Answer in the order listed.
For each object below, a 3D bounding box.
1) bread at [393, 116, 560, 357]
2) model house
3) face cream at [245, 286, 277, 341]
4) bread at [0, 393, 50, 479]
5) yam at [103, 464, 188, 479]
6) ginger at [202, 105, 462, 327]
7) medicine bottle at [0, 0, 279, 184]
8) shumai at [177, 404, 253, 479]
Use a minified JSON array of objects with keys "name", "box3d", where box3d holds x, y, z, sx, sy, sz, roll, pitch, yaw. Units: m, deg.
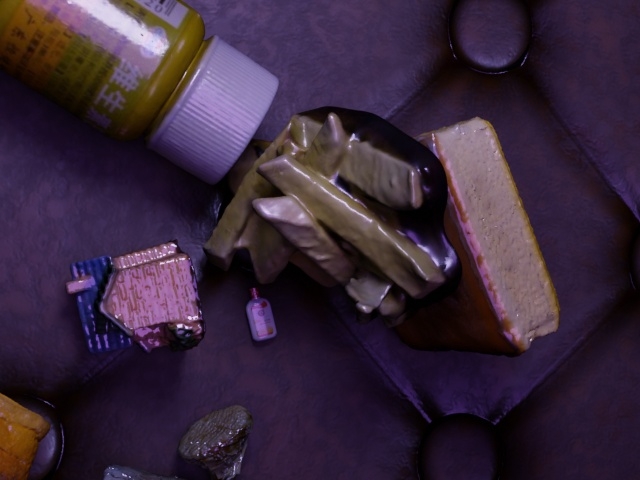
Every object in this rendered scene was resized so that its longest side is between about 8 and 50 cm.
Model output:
[{"name":"bread","box3d":[0.181,0.002,1.719,0.143,0.324,0.333,-24,95,-24]},{"name":"model house","box3d":[-0.270,0.090,1.671,0.172,0.183,0.166,-9,90,-17]},{"name":"face cream","box3d":[-0.094,0.113,1.802,0.040,0.021,0.083,-15,93,-16]},{"name":"bread","box3d":[-0.505,0.246,1.602,0.270,0.195,0.142,34,71,-15]},{"name":"yam","box3d":[-0.211,0.417,1.703,0.255,0.154,0.154,12,86,-18]},{"name":"ginger","box3d":[0.000,0.000,1.656,0.211,0.413,0.358,-26,108,-27]},{"name":"medicine bottle","box3d":[-0.266,-0.255,1.656,0.384,0.224,0.224,32,82,-13]},{"name":"shumai","box3d":[-0.145,0.314,1.756,0.124,0.099,0.087,-30,113,-12]}]
